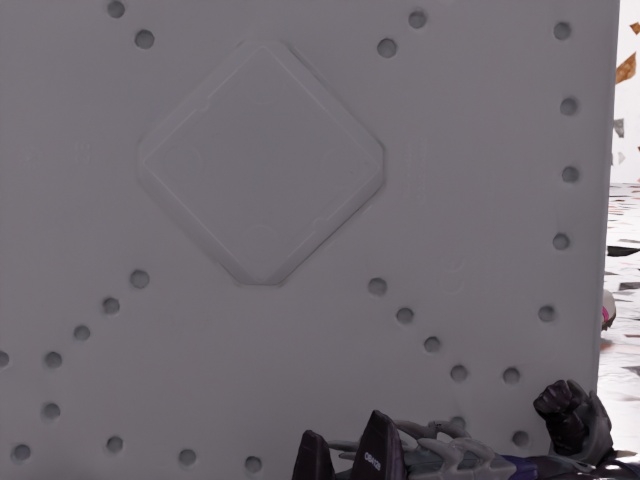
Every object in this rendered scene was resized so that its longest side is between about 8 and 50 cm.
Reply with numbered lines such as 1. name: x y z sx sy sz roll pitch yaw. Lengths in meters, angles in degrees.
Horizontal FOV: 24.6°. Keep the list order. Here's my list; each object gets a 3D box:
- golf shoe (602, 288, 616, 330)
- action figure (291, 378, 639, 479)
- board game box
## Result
1. golf shoe: 0.213 0.051 1.368 0.186 0.086 0.067 -3 7 -41
2. action figure: 0.136 0.126 0.727 0.285 0.099 0.185 2 1 -24
3. board game box: -0.032 -0.045 0.842 0.390 0.389 0.050 2 7 0
